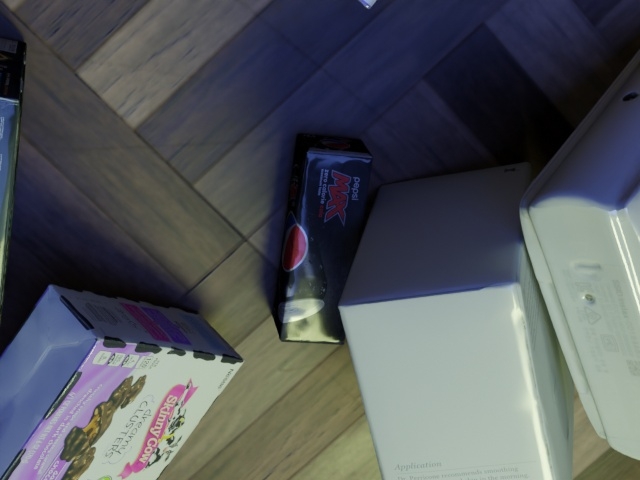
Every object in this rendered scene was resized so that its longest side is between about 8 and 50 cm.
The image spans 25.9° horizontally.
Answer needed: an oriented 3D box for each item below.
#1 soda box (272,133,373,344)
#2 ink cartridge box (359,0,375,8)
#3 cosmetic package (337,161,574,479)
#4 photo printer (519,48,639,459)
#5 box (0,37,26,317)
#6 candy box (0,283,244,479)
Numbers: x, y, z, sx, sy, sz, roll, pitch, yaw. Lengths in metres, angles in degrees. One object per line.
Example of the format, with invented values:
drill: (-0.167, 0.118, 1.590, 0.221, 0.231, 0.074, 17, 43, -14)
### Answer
soda box: (0.000, 0.000, 1.157, 0.060, 0.053, 0.169, 4, 109, -12)
ink cartridge box: (0.027, -0.318, 1.044, 0.206, 0.045, 0.208, 39, 98, -21)
cosmetic package: (0.116, 0.088, 1.105, 0.138, 0.224, 0.224, -7, 113, 14)
photo printer: (0.291, -0.017, 1.100, 0.307, 0.107, 0.256, -47, 126, -38)
box: (-0.254, -0.027, 1.035, 0.051, 0.175, 0.220, 6, 110, -12)
candy box: (-0.177, 0.129, 1.108, 0.165, 0.070, 0.196, -55, 151, 12)
